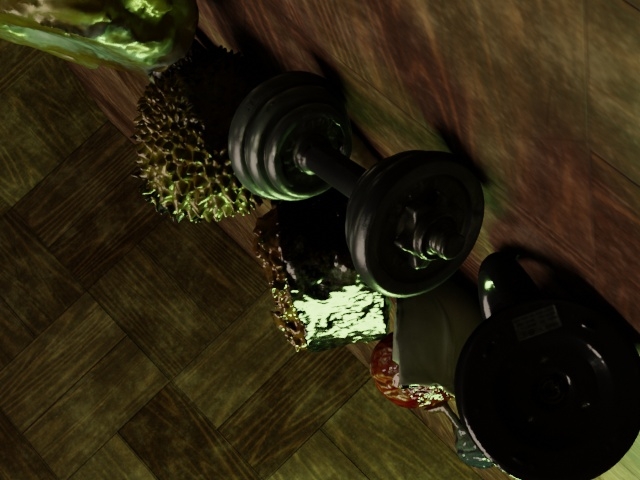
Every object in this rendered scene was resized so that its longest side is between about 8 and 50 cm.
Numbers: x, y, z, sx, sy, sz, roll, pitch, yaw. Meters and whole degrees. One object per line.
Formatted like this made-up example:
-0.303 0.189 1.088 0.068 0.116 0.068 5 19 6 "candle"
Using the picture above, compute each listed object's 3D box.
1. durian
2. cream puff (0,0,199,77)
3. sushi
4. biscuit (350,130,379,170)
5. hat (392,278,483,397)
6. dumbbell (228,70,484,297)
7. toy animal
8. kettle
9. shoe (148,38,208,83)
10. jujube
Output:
-0.155 -0.153 1.747 0.258 0.293 0.258 13 123 22 "durian"
-0.329 -0.389 1.569 0.378 0.275 0.378 17 177 1 "cream puff"
0.008 0.030 1.813 0.348 0.207 0.234 80 180 -56 "sushi"
0.067 -0.086 1.630 0.219 0.055 0.061 49 177 -15 "biscuit"
0.232 0.163 1.805 0.301 0.168 0.258 21 -176 0 "hat"
0.035 -0.075 1.414 0.406 0.179 0.179 37 168 48 "dumbbell"
0.324 0.396 2.473 0.185 0.122 0.298 58 163 -10 "toy animal"
0.253 0.142 1.430 0.290 0.207 0.268 34 -139 -87 "kettle"
-0.213 -0.271 1.941 0.291 0.114 0.137 47 178 -26 "shoe"
0.202 0.258 2.351 0.168 0.168 0.236 49 157 -22 "jujube"
